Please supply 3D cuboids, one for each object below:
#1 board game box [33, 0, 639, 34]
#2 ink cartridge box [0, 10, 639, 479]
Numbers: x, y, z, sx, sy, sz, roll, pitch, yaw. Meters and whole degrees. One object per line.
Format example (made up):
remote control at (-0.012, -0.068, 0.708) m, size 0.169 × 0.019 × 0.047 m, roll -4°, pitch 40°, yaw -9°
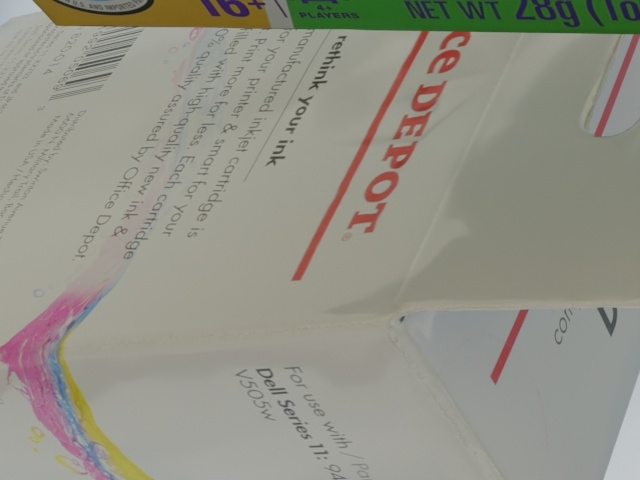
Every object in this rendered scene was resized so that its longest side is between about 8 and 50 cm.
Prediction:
board game box at (-0.018, -0.145, 0.302) m, size 0.242 × 0.316 × 0.064 m, roll 4°, pitch -113°, yaw 26°
ink cartridge box at (0.000, 0.000, 0.577) m, size 0.353 × 0.119 × 0.207 m, roll -6°, pitch -139°, yaw 36°
